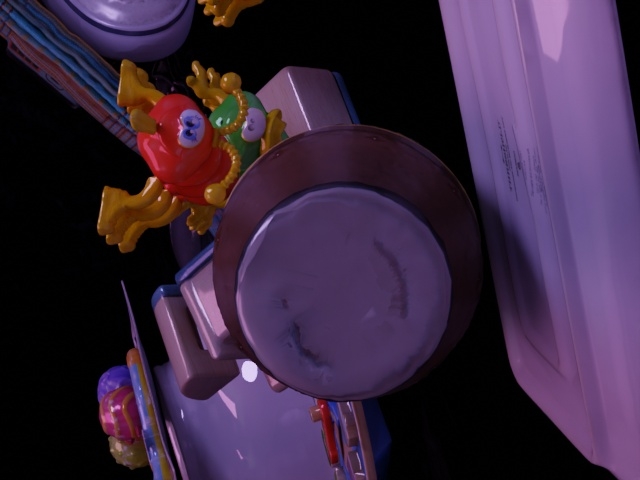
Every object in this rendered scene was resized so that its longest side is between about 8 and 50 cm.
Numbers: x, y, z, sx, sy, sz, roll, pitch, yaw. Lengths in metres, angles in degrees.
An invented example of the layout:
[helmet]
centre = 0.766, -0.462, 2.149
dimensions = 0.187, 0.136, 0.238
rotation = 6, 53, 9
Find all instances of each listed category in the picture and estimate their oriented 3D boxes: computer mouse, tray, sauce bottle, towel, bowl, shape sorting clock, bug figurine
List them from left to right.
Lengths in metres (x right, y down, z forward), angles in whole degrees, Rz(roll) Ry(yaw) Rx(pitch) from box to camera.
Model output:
[towel]
centre = -0.183, -0.118, 1.520
dimensions = 0.370, 0.040, 0.271
rotation = 41, 175, -7
[computer mouse]
centre = -0.120, -0.043, 1.777
dimensions = 0.188, 0.072, 0.272
rotation = -128, 24, -66
[bug figurine]
centre = -0.045, -0.123, 0.939
dimensions = 0.216, 0.072, 0.279
rotation = 45, -131, -74
[bowl]
centre = -0.064, 0.160, 1.601
dimensions = 0.298, 0.134, 0.297
rotation = 163, 90, -81
[shape sorting clock]
centre = 0.012, 0.124, 1.362
dimensions = 0.206, 0.040, 0.206
rotation = 164, 90, -81
[sauce bottle]
centre = 0.013, 0.007, 0.742
dimensions = 0.344, 0.111, 0.111
rotation = -95, -10, -86
[tray]
centre = 0.081, -0.032, 0.678
dimensions = 0.145, 0.030, 0.270
rotation = -130, 25, -67

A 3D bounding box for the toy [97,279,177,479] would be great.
[toy]
centre = -0.156, 0.162, 1.554
dimensions = 0.237, 0.056, 0.137
rotation = -116, 14, -47

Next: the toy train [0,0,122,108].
[toy train]
centre = -0.278, -0.273, 1.677
dimensions = 0.334, 0.142, 0.190
rotation = 38, 135, 4

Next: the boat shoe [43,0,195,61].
[boat shoe]
centre = -0.178, -0.324, 1.511
dimensions = 0.156, 0.136, 0.367
rotation = 103, 158, -52

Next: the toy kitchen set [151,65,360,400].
[toy kitchen set]
centre = 0.000, 0.000, 1.148
dimensions = 0.207, 0.166, 0.122
rotation = -39, 62, 40
